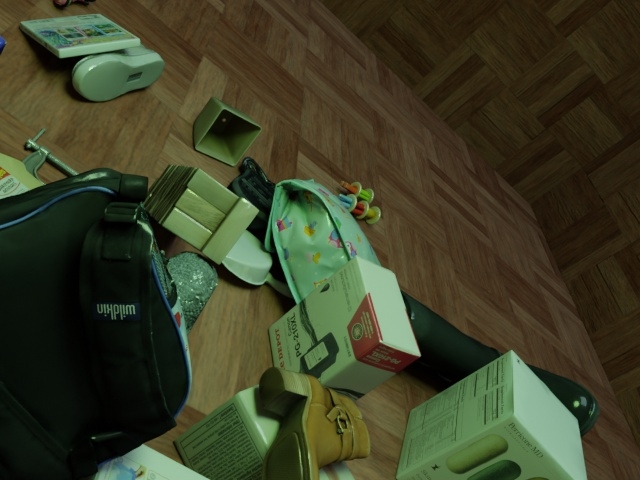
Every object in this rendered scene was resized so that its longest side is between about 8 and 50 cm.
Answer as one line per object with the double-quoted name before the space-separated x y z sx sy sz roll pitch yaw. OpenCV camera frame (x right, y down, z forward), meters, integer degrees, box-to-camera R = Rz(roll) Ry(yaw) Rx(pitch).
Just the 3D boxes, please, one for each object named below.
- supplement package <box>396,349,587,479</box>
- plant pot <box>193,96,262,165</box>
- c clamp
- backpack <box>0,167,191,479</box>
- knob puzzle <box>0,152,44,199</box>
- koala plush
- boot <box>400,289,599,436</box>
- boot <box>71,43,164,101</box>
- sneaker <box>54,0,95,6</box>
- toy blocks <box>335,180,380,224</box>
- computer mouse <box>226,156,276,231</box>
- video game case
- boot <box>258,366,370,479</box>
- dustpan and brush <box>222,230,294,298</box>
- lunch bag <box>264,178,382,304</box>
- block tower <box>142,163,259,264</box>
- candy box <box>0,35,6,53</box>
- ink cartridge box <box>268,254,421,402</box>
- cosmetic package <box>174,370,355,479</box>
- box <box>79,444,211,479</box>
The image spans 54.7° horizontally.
"supplement package" 0.314 0.386 1.149 0.199 0.263 0.198 46 27 -6
"plant pot" -0.212 -0.245 1.334 0.109 0.109 0.096 22 25 -43
"c clamp" -0.393 -0.098 0.957 0.161 0.022 0.137 41 28 -16
"backpack" -0.253 0.085 0.581 0.213 0.277 0.263 -130 -158 -69
"knob puzzle" -0.449 -0.055 0.810 0.213 0.030 0.213 36 31 -26
"koala plush" -0.264 0.064 0.790 0.221 0.203 0.196 31 34 -6
"boot" 0.317 0.244 1.307 0.445 0.367 0.146 39 73 -28
"boot" -0.416 -0.344 1.181 0.123 0.095 0.258 37 24 2
"sneaker" -0.499 -0.522 1.282 0.075 0.063 0.170 27 30 -27
"toy blocks" 0.087 -0.116 1.666 0.148 0.054 0.123 23 38 -41
"computer mouse" -0.133 -0.075 1.279 0.188 0.072 0.272 46 15 -5
"video game case" -0.436 -0.375 1.125 0.143 0.019 0.157 36 42 29
"boot" 0.005 0.250 0.743 0.152 0.073 0.197 32 35 -38
"dustpan and brush" -0.120 0.048 1.163 0.211 0.060 0.147 28 23 -25
"lunch bag" 0.000 0.000 1.213 0.262 0.160 0.223 64 15 3
"block tower" -0.196 -0.051 0.924 0.097 0.091 0.335 37 -7 -23
"candy box" -0.572 -0.226 0.665 0.268 0.122 0.317 46 42 -11
"ink cartridge box" 0.029 0.168 1.026 0.100 0.237 0.172 25 37 -36
"cosmetic package" -0.042 0.341 0.796 0.129 0.153 0.296 -5 61 -57
"box" -0.180 0.312 0.662 0.203 0.114 0.103 38 28 -23
